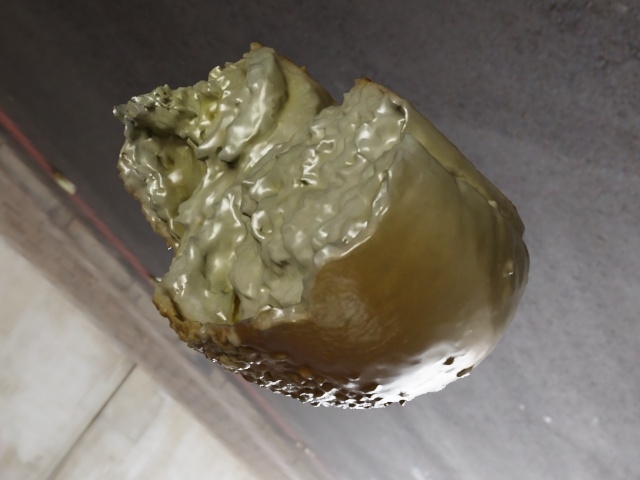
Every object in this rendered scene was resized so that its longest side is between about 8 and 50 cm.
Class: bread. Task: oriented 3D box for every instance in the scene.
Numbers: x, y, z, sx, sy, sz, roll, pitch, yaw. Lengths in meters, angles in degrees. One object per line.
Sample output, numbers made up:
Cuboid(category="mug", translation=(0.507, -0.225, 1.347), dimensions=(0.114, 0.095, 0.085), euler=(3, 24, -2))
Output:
Cuboid(category="bread", translation=(0.001, 0.001, 0.666), dimensions=(0.192, 0.171, 0.314), euler=(36, 180, -34))
